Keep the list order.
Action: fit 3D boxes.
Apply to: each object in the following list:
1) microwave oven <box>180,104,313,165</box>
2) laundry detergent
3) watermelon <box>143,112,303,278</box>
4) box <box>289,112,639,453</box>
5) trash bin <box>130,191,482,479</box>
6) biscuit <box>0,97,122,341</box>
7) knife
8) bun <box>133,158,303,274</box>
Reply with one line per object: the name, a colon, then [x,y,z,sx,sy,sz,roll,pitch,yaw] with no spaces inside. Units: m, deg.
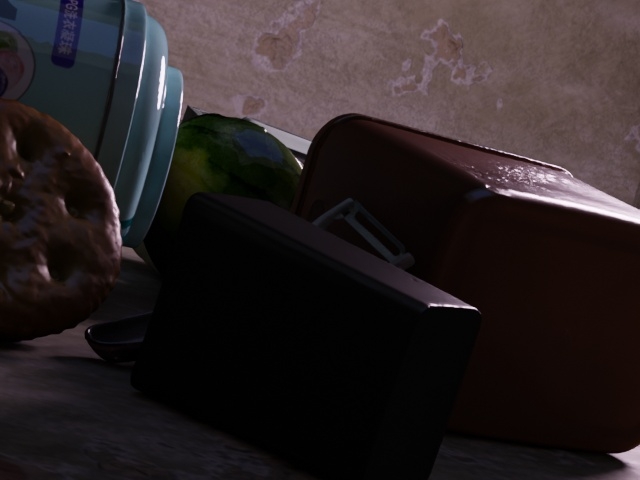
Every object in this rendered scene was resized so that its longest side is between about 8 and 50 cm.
microwave oven: [-0.094,-0.074,2.416,0.208,0.162,0.122,19,7,-14]
laundry detergent: [-0.298,-0.113,1.726,0.305,0.287,0.287,14,7,-14]
watermelon: [-0.093,-0.006,1.833,0.232,0.204,0.127,51,43,2]
box: [0.158,0.048,1.729,0.339,0.239,0.229,12,11,-35]
trash bin: [-0.009,0.079,1.403,0.225,0.165,0.115,24,9,34]
biscuit: [-0.263,-0.016,1.505,0.220,0.220,0.066,12,-33,-32]
knife: [-0.062,0.053,1.555,0.278,0.053,0.123,-23,35,-20]
bun: [-0.111,-0.023,2.032,0.222,0.127,0.222,5,52,-7]
